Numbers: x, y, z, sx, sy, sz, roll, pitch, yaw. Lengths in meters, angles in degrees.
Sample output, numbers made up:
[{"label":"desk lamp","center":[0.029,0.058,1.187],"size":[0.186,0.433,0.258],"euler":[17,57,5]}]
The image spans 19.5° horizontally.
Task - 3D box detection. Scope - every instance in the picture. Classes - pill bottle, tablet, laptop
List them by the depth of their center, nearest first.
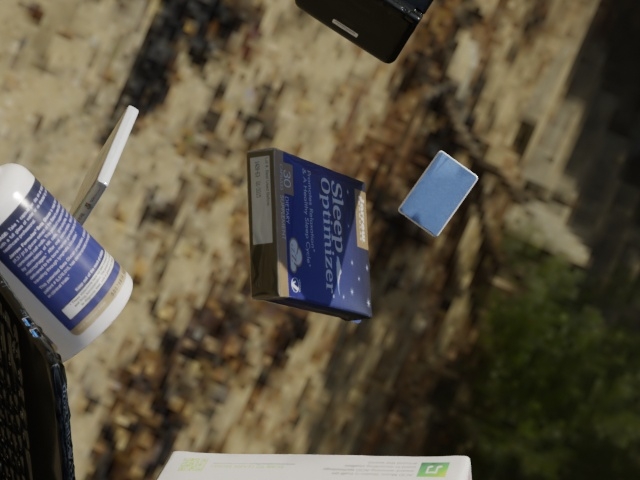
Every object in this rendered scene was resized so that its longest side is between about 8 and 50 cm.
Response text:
[{"label":"laptop","center":[-0.238,0.126,1.065],"size":[0.264,0.136,0.234],"euler":[-137,-141,-55]},{"label":"pill bottle","center":[-0.226,0.003,1.371],"size":[0.094,0.169,0.094],"euler":[-37,-161,15]},{"label":"tablet","center":[0.130,-0.052,2.064],"size":[0.083,0.054,0.006],"euler":[-55,-177,-2]}]

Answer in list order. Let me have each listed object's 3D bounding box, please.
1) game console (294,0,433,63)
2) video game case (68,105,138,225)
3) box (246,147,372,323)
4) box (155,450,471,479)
[{"label":"game console","center":[0.053,-0.259,1.888],"size":[0.071,0.122,0.107],"euler":[-57,180,-44]},{"label":"video game case","center":[-0.286,-0.078,2.381],"size":[0.143,0.019,0.157],"euler":[-52,-165,40]},{"label":"box","center":[0.000,0.000,1.745],"size":[0.225,0.036,0.136],"euler":[18,67,-63]},{"label":"box","center":[-0.037,0.245,1.238],"size":[0.322,0.232,0.058],"euler":[-58,144,-62]}]
